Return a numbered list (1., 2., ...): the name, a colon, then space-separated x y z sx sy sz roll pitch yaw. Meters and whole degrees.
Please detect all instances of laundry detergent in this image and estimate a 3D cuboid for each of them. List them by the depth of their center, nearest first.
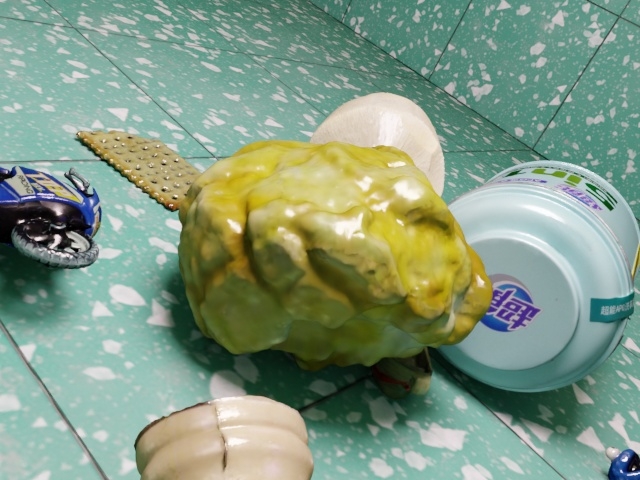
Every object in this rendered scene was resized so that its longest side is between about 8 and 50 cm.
1. laundry detergent: 0.295 0.046 0.924 0.287 0.287 0.305 36 27 16

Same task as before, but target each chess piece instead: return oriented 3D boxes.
1. chess piece: -0.039 0.265 0.444 0.139 0.124 0.307 48 12 -43

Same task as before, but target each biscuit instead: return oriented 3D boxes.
1. biscuit: -0.257 -0.117 1.002 0.203 0.016 0.144 37 29 17

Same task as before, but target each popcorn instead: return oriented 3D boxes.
1. popcorn: 0.006 -0.005 0.750 0.334 0.293 0.292 6 66 -28

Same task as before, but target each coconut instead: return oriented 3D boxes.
1. coconut: 0.091 -0.120 1.093 0.237 0.237 0.266 28 22 0

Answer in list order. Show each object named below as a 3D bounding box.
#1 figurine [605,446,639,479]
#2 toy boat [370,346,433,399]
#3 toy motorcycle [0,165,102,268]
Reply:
1. figurine: 0.469 0.340 0.774 0.164 0.120 0.262 8 15 -45
2. toy boat: 0.102 0.143 0.815 0.089 0.071 0.185 21 27 -12
3. toy motorcycle: -0.351 -0.048 0.703 0.315 0.113 0.169 25 15 13
